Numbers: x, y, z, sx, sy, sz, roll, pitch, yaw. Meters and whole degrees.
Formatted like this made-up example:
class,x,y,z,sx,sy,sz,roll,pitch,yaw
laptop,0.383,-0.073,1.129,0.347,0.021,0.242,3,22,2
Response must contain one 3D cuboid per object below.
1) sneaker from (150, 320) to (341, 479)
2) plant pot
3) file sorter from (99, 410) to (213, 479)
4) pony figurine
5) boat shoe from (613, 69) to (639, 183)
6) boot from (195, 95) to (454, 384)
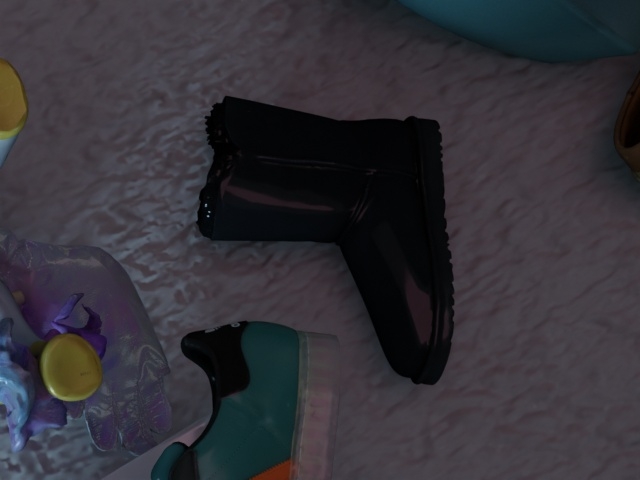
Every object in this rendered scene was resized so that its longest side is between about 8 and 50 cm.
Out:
class,x,y,z,sx,sy,sz,roll,pitch,yaw
sneaker,-0.061,0.202,1.008,0.121,0.108,0.302,9,68,-8
plant pot,0.178,-0.252,1.263,0.234,0.165,0.165,30,71,-38
file sorter,-0.072,0.289,1.126,0.193,0.173,0.277,-30,85,-15
pony figurine,-0.262,0.041,1.096,0.303,0.363,0.351,-17,97,-20
boat shoe,0.357,-0.186,1.289,0.120,0.123,0.324,27,85,-35
boot,0.000,0.000,1.240,0.207,0.094,0.246,2,71,-13
